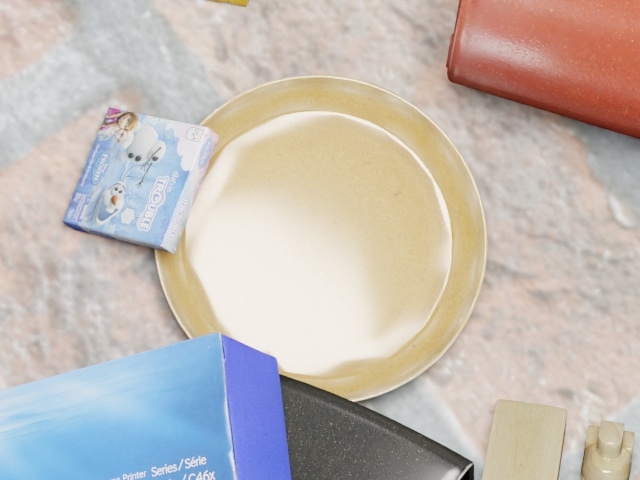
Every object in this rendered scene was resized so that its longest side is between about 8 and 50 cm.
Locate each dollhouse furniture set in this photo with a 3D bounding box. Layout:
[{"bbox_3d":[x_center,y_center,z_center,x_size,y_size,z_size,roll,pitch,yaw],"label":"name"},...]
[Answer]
[{"bbox_3d":[0.185,0.212,1.278,0.151,0.123,0.144,7,45,10],"label":"dollhouse furniture set"}]

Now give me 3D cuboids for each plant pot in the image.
[{"bbox_3d":[-0.020,0.189,1.209,0.167,0.188,0.187,35,78,16],"label":"plant pot"},{"bbox_3d":[0.000,0.000,1.312,0.236,0.032,0.236,1,80,-6],"label":"plant pot"},{"bbox_3d":[0.234,-0.180,1.270,0.265,0.272,0.272,12,78,4],"label":"plant pot"}]

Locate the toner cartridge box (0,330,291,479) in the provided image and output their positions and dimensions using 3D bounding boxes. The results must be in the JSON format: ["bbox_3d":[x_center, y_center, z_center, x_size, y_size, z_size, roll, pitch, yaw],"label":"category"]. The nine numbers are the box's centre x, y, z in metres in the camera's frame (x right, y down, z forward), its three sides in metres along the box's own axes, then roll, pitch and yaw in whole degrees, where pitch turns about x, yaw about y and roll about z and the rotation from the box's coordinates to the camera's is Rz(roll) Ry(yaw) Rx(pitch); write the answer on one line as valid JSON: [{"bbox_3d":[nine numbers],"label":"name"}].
[{"bbox_3d":[-0.186,0.180,1.138,0.348,0.075,0.165,-16,67,22],"label":"toner cartridge box"}]

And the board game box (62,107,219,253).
[{"bbox_3d":[-0.125,-0.043,1.288,0.090,0.020,0.090,13,76,30],"label":"board game box"}]

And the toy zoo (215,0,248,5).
[{"bbox_3d":[-0.137,-0.281,1.348,0.293,0.030,0.192,10,79,-4],"label":"toy zoo"}]
